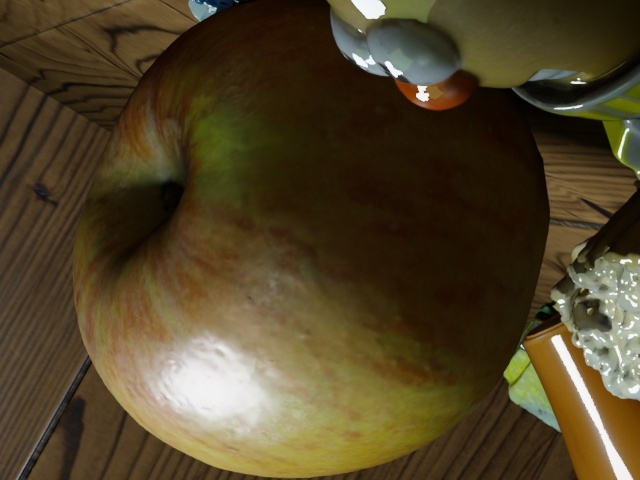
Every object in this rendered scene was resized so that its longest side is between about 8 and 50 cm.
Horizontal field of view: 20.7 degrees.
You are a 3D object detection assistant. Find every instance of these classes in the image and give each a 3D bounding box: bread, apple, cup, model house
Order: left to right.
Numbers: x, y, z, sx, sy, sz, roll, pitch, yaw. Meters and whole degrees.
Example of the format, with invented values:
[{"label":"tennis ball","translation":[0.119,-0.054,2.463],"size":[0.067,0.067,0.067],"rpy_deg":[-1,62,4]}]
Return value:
[{"label":"apple","translation":[0.000,0.000,1.407],"size":[0.334,0.400,0.400],"rpy_deg":[17,-179,-27]},{"label":"model house","translation":[0.366,0.140,2.259],"size":[0.194,0.170,0.211],"rpy_deg":[35,147,5]},{"label":"cup","translation":[0.365,0.200,2.084],"size":[0.264,0.182,0.226],"rpy_deg":[61,164,0]},{"label":"bread","translation":[0.331,0.069,1.448],"size":[0.274,0.149,0.274],"rpy_deg":[33,164,11]}]

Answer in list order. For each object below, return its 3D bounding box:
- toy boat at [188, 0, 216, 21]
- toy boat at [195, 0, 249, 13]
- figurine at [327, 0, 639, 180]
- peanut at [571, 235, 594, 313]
[{"label":"toy boat","translation":[-0.082,-0.210,1.664],"size":[0.105,0.034,0.149],"rpy_deg":[25,174,16]},{"label":"toy boat","translation":[-0.078,-0.204,1.560],"size":[0.137,0.061,0.060],"rpy_deg":[29,174,2]},{"label":"figurine","translation":[0.112,-0.122,0.777],"size":[0.285,0.167,0.343],"rpy_deg":[24,157,-35]},{"label":"peanut","translation":[0.363,0.094,1.664],"size":[0.325,0.140,0.153],"rpy_deg":[34,173,-25]}]
